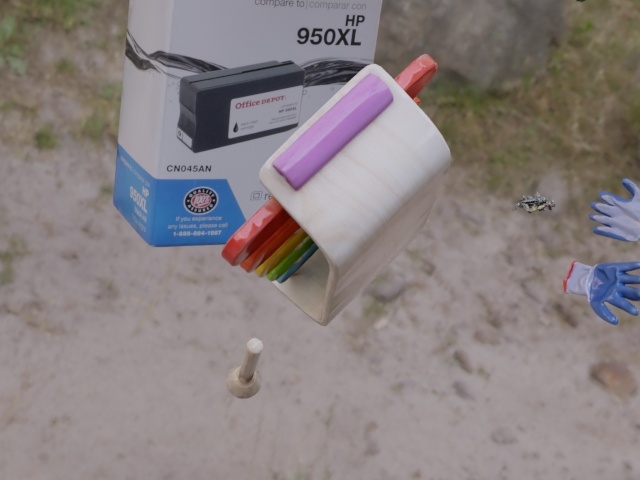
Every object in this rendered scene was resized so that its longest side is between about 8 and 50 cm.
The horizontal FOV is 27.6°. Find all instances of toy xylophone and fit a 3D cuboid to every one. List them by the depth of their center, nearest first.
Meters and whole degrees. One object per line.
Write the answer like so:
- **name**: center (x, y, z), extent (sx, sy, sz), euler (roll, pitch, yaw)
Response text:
- **toy xylophone**: center (0.000, 0.000, 0.985), extent (0.081, 0.323, 0.236), euler (44, 71, 9)

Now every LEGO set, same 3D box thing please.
- **LEGO set**: center (0.276, -0.050, 1.669), extent (0.054, 0.023, 0.083), euler (-10, 4, -15)

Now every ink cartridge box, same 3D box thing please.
- **ink cartridge box**: center (-0.094, -0.205, 1.664), extent (0.285, 0.395, 0.166), euler (-3, 23, -26)

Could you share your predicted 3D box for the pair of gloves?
- **pair of gloves**: center (0.410, 0.013, 1.806), extent (0.023, 0.198, 0.159), euler (15, 4, -33)
